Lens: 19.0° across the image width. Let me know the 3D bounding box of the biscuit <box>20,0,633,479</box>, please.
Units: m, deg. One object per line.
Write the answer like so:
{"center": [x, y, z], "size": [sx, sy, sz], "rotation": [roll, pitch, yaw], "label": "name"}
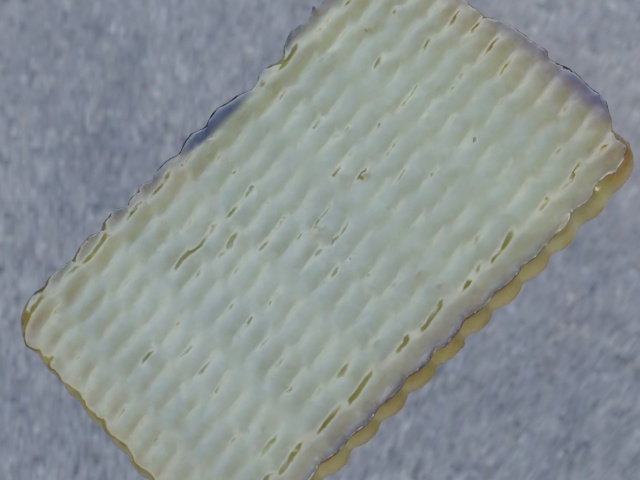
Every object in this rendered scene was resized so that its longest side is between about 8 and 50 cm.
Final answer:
{"center": [0.000, 0.000, 0.841], "size": [0.254, 0.029, 0.172], "rotation": [-45, 57, -2], "label": "biscuit"}
